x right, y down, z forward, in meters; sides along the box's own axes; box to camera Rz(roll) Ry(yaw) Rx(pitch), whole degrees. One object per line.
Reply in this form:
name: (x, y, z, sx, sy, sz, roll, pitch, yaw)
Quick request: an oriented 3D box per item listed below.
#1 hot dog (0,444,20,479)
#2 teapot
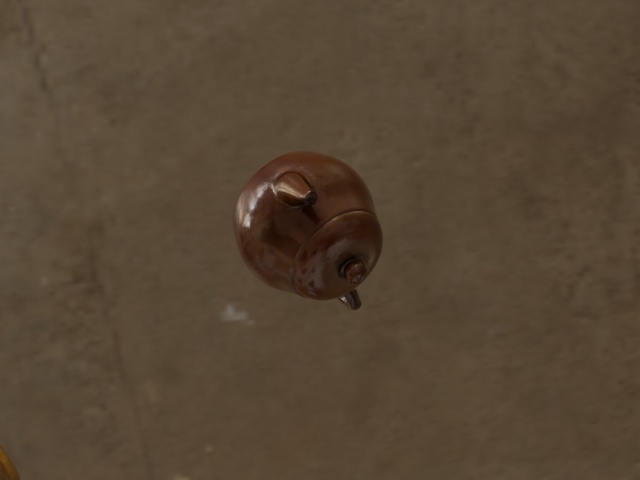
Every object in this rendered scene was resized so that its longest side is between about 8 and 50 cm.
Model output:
hot dog: (-0.319, 0.139, 1.278, 0.256, 0.150, 0.153, -5, 84, 17)
teapot: (0.000, 0.000, 1.508, 0.116, 0.173, 0.116, -8, 55, 11)
